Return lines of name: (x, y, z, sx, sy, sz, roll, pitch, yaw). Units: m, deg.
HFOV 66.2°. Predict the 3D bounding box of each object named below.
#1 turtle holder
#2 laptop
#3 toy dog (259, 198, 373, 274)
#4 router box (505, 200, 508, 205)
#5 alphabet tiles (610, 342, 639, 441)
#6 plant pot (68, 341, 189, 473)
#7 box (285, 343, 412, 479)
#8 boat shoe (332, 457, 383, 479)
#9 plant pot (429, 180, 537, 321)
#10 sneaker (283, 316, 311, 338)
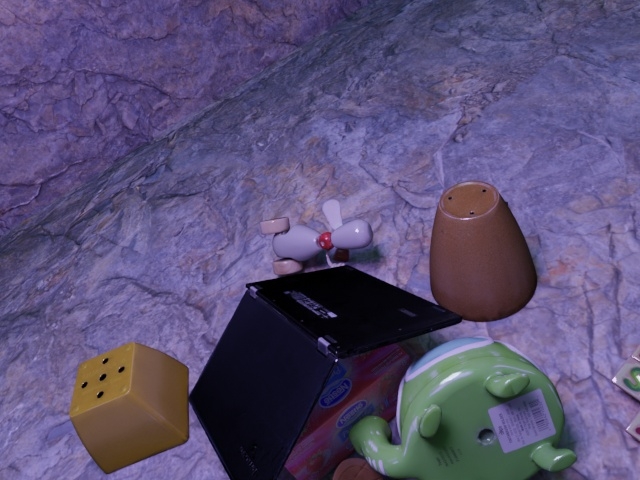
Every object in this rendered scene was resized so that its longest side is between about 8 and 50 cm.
turtle holder: (0.232, 0.304, 0.832, 0.320, 0.243, 0.227, -53, 10, 10)
laptop: (-0.016, 0.231, 0.942, 0.407, 0.237, 0.382, -9, 16, -28)
toy dog: (0.000, 0.000, 1.311, 0.333, 0.220, 0.161, 15, 22, 29)
router box: (0.410, -0.065, 1.231, 0.092, 0.038, 0.122, 8, 28, 32)
alphabet tiles: (0.666, 0.230, 0.776, 0.342, 0.011, 0.285, -45, 52, -9)
plant pot: (-0.441, 0.359, 1.116, 0.212, 0.187, 0.212, -23, 41, 3)
box: (0.032, 0.311, 0.965, 0.299, 0.142, 0.154, -35, 41, -12)
boat shoe: (0.019, 0.528, 0.768, 0.123, 0.123, 0.342, 19, 46, 0)
plant pot: (0.337, 0.005, 1.059, 0.236, 0.254, 0.237, -13, 42, 12)
sneaker: (-0.049, 0.228, 1.141, 0.128, 0.087, 0.221, 24, 86, 6)
